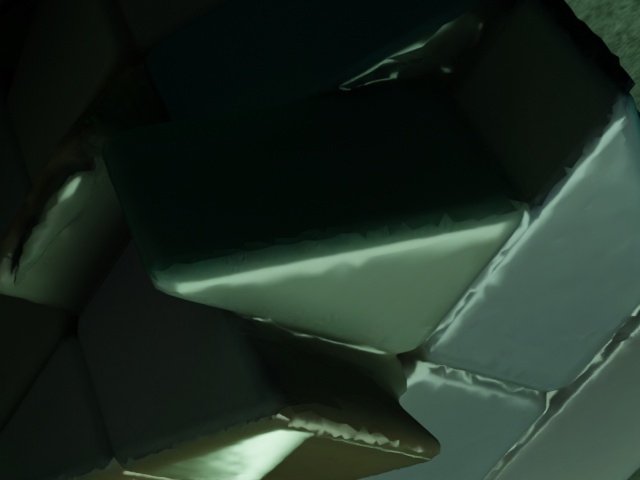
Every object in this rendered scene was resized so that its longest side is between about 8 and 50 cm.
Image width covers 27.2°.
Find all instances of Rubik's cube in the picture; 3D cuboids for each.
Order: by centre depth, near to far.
[{"bbox_3d":[0.000,0.000,0.676,0.358,0.387,0.368,20,119,-35],"label":"Rubik's cube"}]

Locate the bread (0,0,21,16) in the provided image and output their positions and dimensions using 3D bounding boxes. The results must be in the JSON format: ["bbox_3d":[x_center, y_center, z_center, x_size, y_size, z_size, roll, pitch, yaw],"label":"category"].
[{"bbox_3d":[-0.228,-0.126,0.634,0.233,0.088,0.161,-35,151,-11],"label":"bread"}]
